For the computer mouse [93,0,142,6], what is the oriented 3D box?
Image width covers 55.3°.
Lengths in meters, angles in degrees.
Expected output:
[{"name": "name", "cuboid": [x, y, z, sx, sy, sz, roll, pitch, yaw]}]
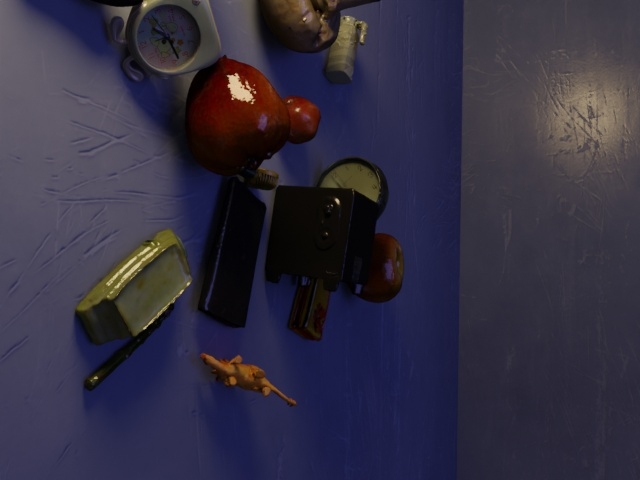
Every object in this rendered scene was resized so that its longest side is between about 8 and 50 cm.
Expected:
[{"name": "computer mouse", "cuboid": [-0.386, -0.465, 1.005, 0.217, 0.073, 0.122, 23, 68, -53]}]

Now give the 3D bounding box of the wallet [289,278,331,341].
[{"name": "wallet", "cuboid": [-0.010, 0.158, 1.735, 0.141, 0.067, 0.242, 48, 49, -54]}]

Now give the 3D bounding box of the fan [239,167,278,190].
[{"name": "fan", "cuboid": [-0.157, -0.151, 1.426, 0.155, 0.082, 0.039, 25, 73, -64]}]

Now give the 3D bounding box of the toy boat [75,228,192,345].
[{"name": "toy boat", "cuboid": [-0.321, 0.078, 1.134, 0.276, 0.084, 0.111, -51, 132, -47]}]

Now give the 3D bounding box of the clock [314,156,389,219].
[{"name": "clock", "cuboid": [0.081, -0.130, 1.729, 0.049, 0.225, 0.226, 28, 66, -57]}]

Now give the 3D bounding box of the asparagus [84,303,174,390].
[{"name": "asparagus", "cuboid": [-0.349, 0.193, 1.148, 0.024, 0.025, 0.248, 41, 40, 0]}]

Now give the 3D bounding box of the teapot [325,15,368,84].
[{"name": "teapot", "cuboid": [0.083, -0.578, 1.839, 0.077, 0.107, 0.201, 34, 61, -54]}]

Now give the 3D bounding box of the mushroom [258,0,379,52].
[{"name": "mushroom", "cuboid": [0.002, -0.607, 1.496, 0.292, 0.289, 0.293, -2, 90, -65]}]

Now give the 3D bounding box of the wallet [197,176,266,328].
[{"name": "wallet", "cuboid": [-0.199, 0.029, 1.404, 0.170, 0.044, 0.322, 41, 52, -56]}]

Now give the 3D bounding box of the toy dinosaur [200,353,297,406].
[{"name": "toy dinosaur", "cuboid": [-0.171, 0.310, 1.390, 0.288, 0.117, 0.071, 36, 71, -39]}]

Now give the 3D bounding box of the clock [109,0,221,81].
[{"name": "clock", "cuboid": [-0.289, -0.381, 1.137, 0.190, 0.062, 0.152, -26, 129, -17]}]

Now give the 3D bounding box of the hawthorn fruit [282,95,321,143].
[{"name": "hawthorn fruit", "cuboid": [-0.059, -0.315, 1.582, 0.128, 0.127, 0.128, -3, 94, -62]}]

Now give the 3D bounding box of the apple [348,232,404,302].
[{"name": "apple", "cuboid": [0.176, 0.087, 1.975, 0.235, 0.173, 0.211, -51, 130, -61]}]

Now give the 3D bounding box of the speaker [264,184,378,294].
[{"name": "speaker", "cuboid": [0.000, 0.000, 1.576, 0.184, 0.232, 0.254, 17, 80, -60]}]

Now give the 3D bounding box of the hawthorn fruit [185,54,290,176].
[{"name": "hawthorn fruit", "cuboid": [-0.184, -0.270, 1.271, 0.224, 0.224, 0.261, -4, 73, -62]}]
